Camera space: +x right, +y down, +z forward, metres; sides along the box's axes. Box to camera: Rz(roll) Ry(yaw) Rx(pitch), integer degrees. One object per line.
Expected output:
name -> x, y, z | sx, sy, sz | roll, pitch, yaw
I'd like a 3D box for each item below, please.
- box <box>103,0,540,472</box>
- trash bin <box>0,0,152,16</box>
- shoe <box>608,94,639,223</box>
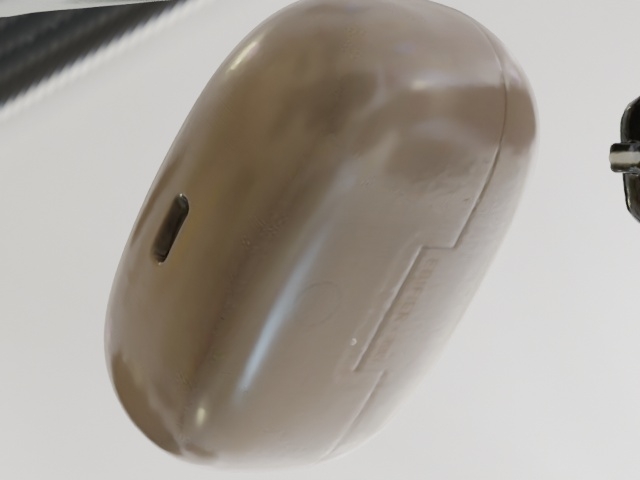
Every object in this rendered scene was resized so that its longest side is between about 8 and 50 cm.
box -> 0.000, 0.000, 0.746 | 0.088, 0.146, 0.200 | 47, -60, 37
trash bin -> 0.020, -0.158, 0.389 | 0.262, 0.277, 0.217 | -6, -104, -5
shoe -> 0.131, -0.020, 0.573 | 0.099, 0.169, 0.071 | 6, -92, 0
